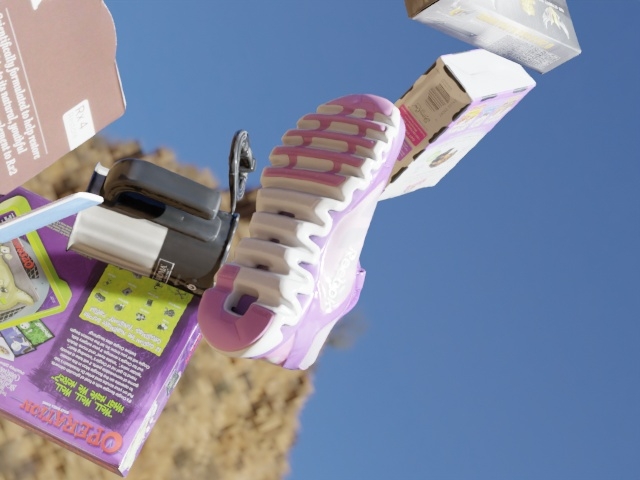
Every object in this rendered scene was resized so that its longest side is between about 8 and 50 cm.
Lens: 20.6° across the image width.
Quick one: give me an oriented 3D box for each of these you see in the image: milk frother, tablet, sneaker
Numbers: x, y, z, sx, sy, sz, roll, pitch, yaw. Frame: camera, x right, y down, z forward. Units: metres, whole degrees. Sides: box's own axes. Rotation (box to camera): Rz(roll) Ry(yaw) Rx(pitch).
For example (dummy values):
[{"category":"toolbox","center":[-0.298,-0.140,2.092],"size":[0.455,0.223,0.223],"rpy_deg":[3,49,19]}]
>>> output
[{"category":"milk frother","center":[-0.135,-0.040,1.555],"size":[0.143,0.135,0.129],"rpy_deg":[-77,-170,-52]},{"category":"tablet","center":[-0.198,-0.016,1.239],"size":[0.054,0.083,0.006],"rpy_deg":[15,54,-78]},{"category":"sneaker","center":[0.000,0.000,1.359],"size":[0.095,0.236,0.104],"rpy_deg":[17,-17,42]}]

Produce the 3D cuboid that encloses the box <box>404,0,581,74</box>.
[{"category":"box","center":[0.159,-0.284,1.787],"size":[0.056,0.231,0.183],"rpy_deg":[-29,-119,34]}]

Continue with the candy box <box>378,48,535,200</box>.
[{"category":"candy box","center":[0.138,-0.139,2.106],"size":[0.196,0.165,0.070],"rpy_deg":[-45,-105,31]}]

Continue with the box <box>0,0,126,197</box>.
[{"category":"box","center":[-0.318,-0.223,1.294],"size":[0.381,0.143,0.191],"rpy_deg":[40,-24,26]}]

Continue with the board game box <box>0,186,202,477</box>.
[{"category":"board game box","center":[-0.293,0.063,1.718],"size":[0.347,0.208,0.056],"rpy_deg":[26,-20,11]}]
